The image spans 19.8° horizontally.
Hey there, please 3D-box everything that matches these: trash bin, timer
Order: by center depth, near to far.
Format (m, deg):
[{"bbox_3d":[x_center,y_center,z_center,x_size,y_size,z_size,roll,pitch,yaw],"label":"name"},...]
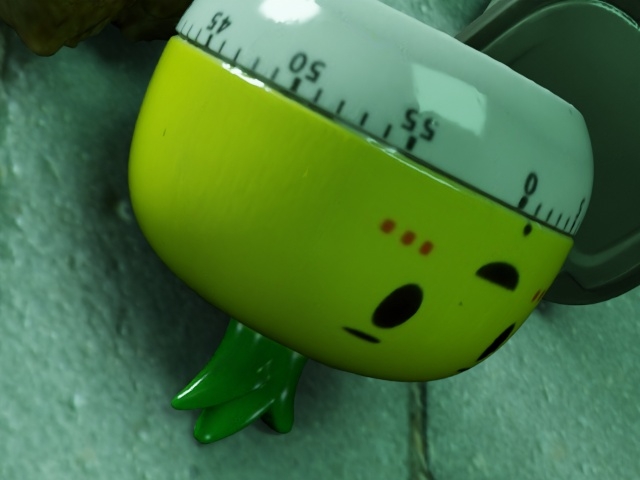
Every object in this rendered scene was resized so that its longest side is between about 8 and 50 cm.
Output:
[{"bbox_3d":[0.000,0.000,1.056,0.285,0.285,0.285,25,49,-31],"label":"timer"},{"bbox_3d":[0.207,-0.123,1.343,0.220,0.219,0.250,47,34,-13],"label":"trash bin"}]

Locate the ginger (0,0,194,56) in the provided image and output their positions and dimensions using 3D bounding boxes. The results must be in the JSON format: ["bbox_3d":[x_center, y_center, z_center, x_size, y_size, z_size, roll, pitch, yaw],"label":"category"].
[{"bbox_3d":[-0.144,-0.308,1.141,0.254,0.176,0.418,-5,72,-50],"label":"ginger"}]
